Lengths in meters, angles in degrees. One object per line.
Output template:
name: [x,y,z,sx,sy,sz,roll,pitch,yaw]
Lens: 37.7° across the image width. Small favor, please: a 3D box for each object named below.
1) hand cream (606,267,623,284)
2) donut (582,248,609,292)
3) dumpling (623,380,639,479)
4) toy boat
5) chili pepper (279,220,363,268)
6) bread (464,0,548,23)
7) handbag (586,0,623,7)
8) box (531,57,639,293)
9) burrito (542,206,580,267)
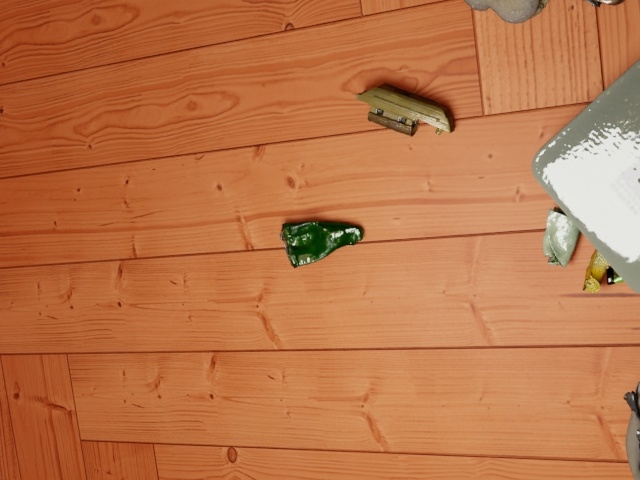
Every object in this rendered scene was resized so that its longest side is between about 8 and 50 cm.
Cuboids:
hand cream: [0.637,0.068,1.880,0.122,0.023,0.036,-6,77,28]
donut: [0.560,0.064,1.895,0.038,0.083,0.067,19,151,2]
dumpling: [0.701,0.405,1.835,0.204,0.163,0.293,-2,86,31]
toy boat: [0.183,-0.274,2.022,0.226,0.068,0.088,23,113,18]
chili pepper: [-0.002,0.001,2.163,0.216,0.062,0.108,-6,102,26]
bread: [0.360,-0.530,1.831,0.337,0.102,0.183,37,142,40]
handbag: [0.521,-0.540,1.805,0.193,0.072,0.151,33,112,16]
box: [0.642,-0.132,1.775,0.367,0.090,0.373,51,121,9]
burrito: [0.491,-0.004,1.926,0.074,0.044,0.118,17,104,14]
